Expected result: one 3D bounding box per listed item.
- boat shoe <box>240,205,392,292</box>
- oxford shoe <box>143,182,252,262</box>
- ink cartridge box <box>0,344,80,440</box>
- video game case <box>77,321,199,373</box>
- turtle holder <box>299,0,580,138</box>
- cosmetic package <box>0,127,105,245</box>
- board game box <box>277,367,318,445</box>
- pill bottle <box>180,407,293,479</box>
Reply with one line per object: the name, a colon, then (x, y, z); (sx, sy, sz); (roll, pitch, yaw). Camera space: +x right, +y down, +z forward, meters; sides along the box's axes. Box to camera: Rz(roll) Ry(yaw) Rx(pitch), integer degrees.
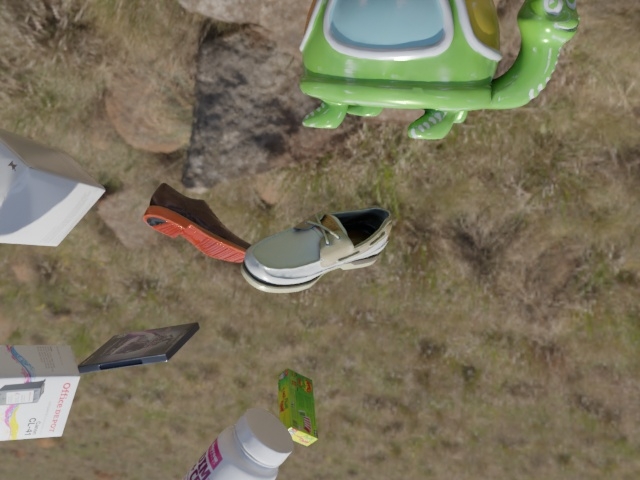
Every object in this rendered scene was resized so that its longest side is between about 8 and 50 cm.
boat shoe: (0.000, 0.000, 1.151); (0.302, 0.113, 0.103); (-17, 146, -44)
oxford shoe: (-0.239, -0.034, 1.475); (0.271, 0.098, 0.097); (30, 149, -32)
ink cartridge box: (-0.791, 0.383, 1.733); (0.306, 0.131, 0.226); (7, 119, -35)
video game case: (-0.484, 0.286, 1.844); (0.274, 0.026, 0.196); (-12, -166, 19)
turtle holder: (0.126, -0.253, 0.863); (0.320, 0.227, 0.243); (17, -158, 40)
cosmetic package: (-0.645, -0.108, 1.490); (0.155, 0.197, 0.365); (42, -179, 7)
board game box: (-0.061, 0.428, 1.782); (0.092, 0.181, 0.043); (33, 122, -31)
pill bottle: (-0.197, 0.522, 1.549); (0.160, 0.160, 0.283); (29, 106, -38)
